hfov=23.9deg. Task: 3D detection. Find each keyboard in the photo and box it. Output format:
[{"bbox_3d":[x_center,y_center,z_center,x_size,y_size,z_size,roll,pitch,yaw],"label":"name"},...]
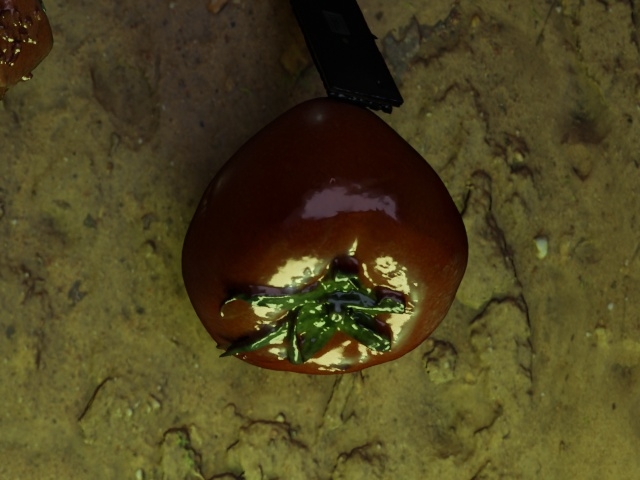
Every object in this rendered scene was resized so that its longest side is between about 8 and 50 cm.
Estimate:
[{"bbox_3d":[0.019,-0.254,1.835,0.106,0.317,0.027,10,124,-23],"label":"keyboard"}]

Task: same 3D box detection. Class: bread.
[{"bbox_3d":[-0.394,-0.251,1.637,0.212,0.224,0.142,45,67,6],"label":"bread"}]

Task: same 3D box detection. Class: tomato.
[{"bbox_3d":[0.000,0.000,1.793,0.341,0.341,0.273,14,36,-25],"label":"tomato"}]
